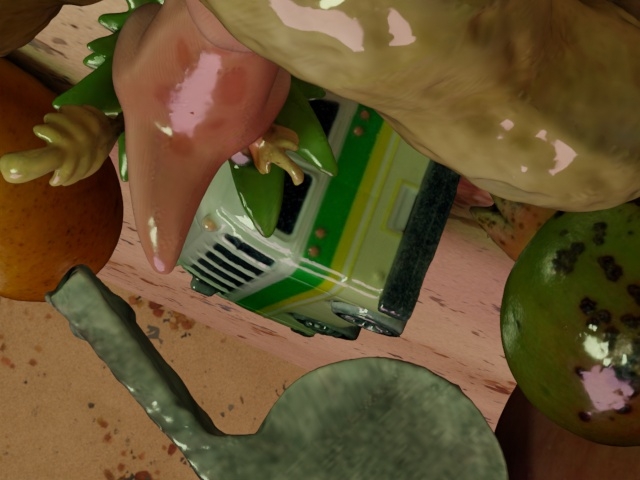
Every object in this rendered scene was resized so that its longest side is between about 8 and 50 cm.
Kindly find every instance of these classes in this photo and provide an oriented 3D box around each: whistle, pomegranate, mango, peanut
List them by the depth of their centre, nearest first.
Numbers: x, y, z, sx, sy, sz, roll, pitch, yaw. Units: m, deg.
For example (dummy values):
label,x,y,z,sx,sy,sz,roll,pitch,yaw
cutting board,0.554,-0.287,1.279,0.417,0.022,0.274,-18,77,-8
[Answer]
label,x,y,z,sx,sy,sz,roll,pitch,yaw
peanut,0.053,-0.083,0.475,0.263,0.101,0.117,30,-177,-37
pomegranate,0.170,0.026,0.701,0.205,0.159,0.159,45,-175,38
whistle,-0.034,0.163,0.905,0.404,0.188,0.168,18,172,2
mango,-0.299,-0.080,1.015,0.199,0.201,0.350,-20,146,13

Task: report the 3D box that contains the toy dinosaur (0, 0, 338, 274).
label,x,y,z,sx,sy,sz,roll,pitch,yaw
toy dinosaur,-0.043,-0.073,0.589,0.152,0.194,0.177,32,-171,-12

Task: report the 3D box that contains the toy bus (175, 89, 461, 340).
label,x,y,z,sx,sy,sz,roll,pitch,yaw
toy bus,-0.016,-0.018,0.839,0.164,0.134,0.276,23,168,-10

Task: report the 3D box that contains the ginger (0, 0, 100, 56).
label,x,y,z,sx,sy,sz,roll,pitch,yaw
ginger,-0.181,-0.157,0.517,0.218,0.123,0.270,6,167,-19

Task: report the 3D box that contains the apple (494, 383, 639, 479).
label,x,y,z,sx,sy,sz,roll,pitch,yaw
apple,0.278,0.169,0.911,0.305,0.235,0.306,24,170,4
